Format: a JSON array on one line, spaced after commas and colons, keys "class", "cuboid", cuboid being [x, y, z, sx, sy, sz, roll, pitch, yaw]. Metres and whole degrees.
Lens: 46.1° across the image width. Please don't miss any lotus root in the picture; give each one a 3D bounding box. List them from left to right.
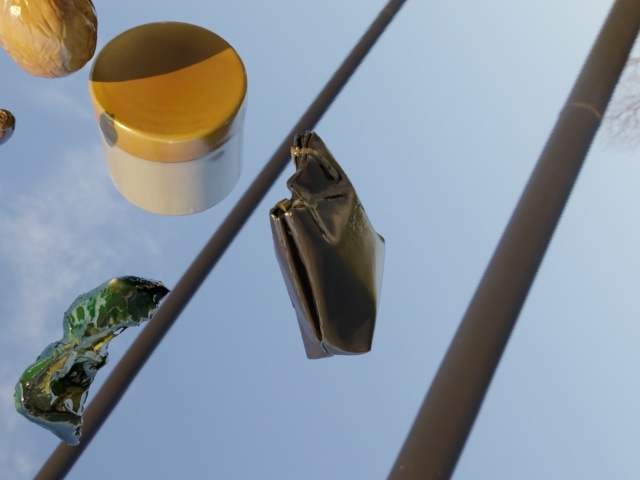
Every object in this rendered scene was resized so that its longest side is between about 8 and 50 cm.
[{"class": "lotus root", "cuboid": [-0.423, -0.145, 0.996, 0.030, 0.083, 0.037, 16, -111, -29]}]

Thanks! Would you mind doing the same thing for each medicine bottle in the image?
[{"class": "medicine bottle", "cuboid": [-0.241, -0.193, 1.227, 0.238, 0.232, 0.237, 4, -119, -6]}]

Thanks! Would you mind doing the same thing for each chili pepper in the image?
[{"class": "chili pepper", "cuboid": [-0.336, 0.147, 1.086, 0.116, 0.264, 0.148, 30, 169, 34]}]

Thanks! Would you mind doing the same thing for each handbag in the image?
[{"class": "handbag", "cuboid": [0.000, 0.000, 1.231, 0.342, 0.152, 0.287, -79, -27, -54]}]

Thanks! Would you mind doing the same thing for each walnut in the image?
[{"class": "walnut", "cuboid": [-0.373, -0.298, 1.018, 0.144, 0.180, 0.144, 3, -118, -5]}]
